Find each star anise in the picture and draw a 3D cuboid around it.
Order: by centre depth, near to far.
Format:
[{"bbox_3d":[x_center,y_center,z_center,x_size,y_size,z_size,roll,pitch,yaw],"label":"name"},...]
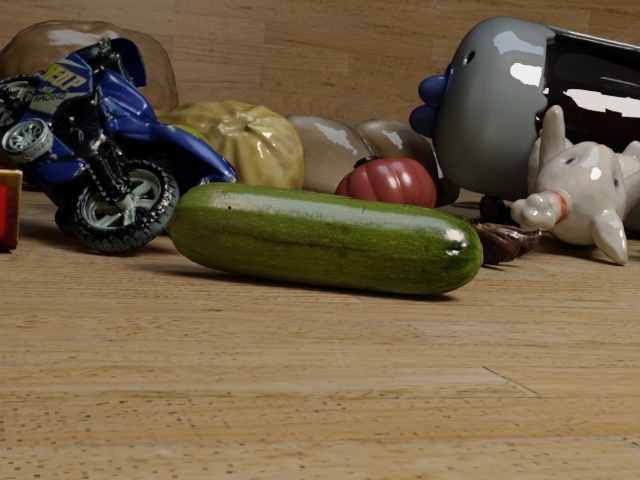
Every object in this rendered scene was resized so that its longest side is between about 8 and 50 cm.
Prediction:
[{"bbox_3d":[0.137,-0.001,1.035,0.141,0.042,0.141,6,4,0],"label":"star anise"}]

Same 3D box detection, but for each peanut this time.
[{"bbox_3d":[-0.135,-0.080,1.141,0.147,0.146,0.306,0,5,-36],"label":"peanut"}]

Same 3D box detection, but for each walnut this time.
[{"bbox_3d":[-0.327,-0.179,1.503,0.273,0.226,0.273,6,3,0],"label":"walnut"}]

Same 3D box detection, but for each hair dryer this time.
[{"bbox_3d":[0.204,-0.019,1.370,0.083,0.031,0.079,-8,11,21],"label":"hair dryer"}]

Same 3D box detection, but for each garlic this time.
[{"bbox_3d":[0.047,-0.110,1.602,0.279,0.132,0.325,0,4,-20],"label":"garlic"}]

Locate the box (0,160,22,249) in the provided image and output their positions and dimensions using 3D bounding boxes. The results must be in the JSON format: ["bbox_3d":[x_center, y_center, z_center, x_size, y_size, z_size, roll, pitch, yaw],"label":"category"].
[{"bbox_3d":[-0.347,-0.041,0.951,0.153,0.074,0.240,6,6,-23],"label":"box"}]

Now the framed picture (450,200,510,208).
[{"bbox_3d":[0.254,-0.056,1.775,0.066,0.006,0.089,9,8,32],"label":"framed picture"}]

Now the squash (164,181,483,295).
[{"bbox_3d":[0.000,0.000,0.823,0.239,0.069,0.069,7,7,10],"label":"squash"}]

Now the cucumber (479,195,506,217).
[{"bbox_3d":[0.249,-0.052,1.617,0.033,0.034,0.135,1,5,13],"label":"cucumber"}]

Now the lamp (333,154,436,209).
[{"bbox_3d":[0.064,-0.040,1.124,0.108,0.092,0.107,-20,-17,-6],"label":"lamp"}]

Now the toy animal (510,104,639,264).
[{"bbox_3d":[0.284,-0.058,1.190,0.141,0.138,0.282,22,7,10],"label":"toy animal"}]

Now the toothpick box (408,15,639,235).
[{"bbox_3d":[0.295,-0.147,1.439,0.355,0.262,0.263,14,6,-2],"label":"toothpick box"}]

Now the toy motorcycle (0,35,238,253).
[{"bbox_3d":[-0.195,-0.098,1.003,0.169,0.113,0.315,-39,48,-15],"label":"toy motorcycle"}]
